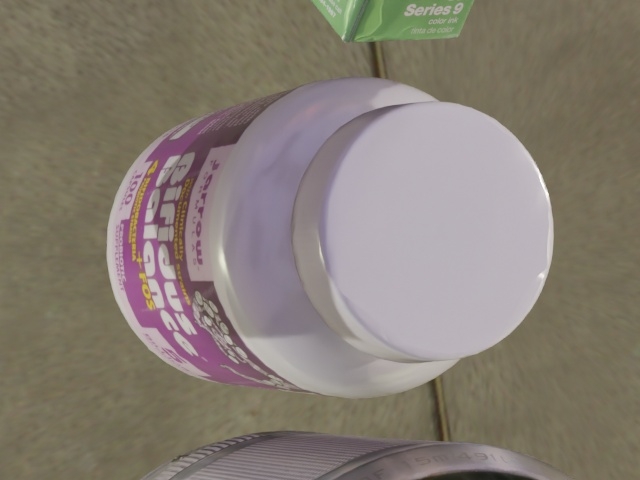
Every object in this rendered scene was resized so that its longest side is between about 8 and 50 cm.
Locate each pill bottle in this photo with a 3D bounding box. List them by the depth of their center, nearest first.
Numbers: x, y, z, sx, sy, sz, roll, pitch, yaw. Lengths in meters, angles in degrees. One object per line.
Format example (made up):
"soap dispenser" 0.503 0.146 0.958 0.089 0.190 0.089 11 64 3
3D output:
"pill bottle" 0.000 0.000 1.044 0.169 0.301 0.169 1 87 -22

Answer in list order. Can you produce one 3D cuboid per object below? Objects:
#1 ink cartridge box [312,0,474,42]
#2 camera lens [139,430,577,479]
"ink cartridge box" 0.048 -0.243 1.102 0.154 0.093 0.212 55 137 37
"camera lens" 0.010 0.195 0.840 0.219 0.274 0.219 2 85 -24
